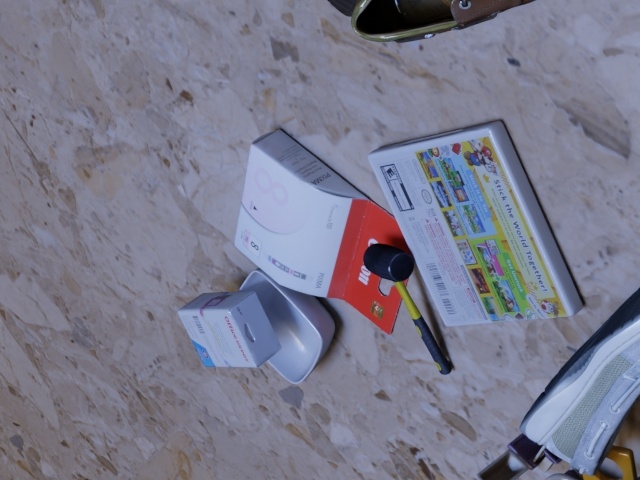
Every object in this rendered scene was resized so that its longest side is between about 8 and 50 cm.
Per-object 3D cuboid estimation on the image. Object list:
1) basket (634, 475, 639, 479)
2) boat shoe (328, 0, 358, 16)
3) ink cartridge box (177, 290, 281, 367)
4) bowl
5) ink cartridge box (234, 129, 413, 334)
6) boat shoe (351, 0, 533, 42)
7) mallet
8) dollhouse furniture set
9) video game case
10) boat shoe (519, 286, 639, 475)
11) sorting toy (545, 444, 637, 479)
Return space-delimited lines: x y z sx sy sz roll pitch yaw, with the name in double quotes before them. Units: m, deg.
"basket" 0.376 0.288 1.630 0.227 0.204 0.154 -52 53 31
"boat shoe" 0.042 -0.295 1.664 0.068 0.072 0.190 39 166 5
"ink cartridge box" -0.118 0.116 2.105 0.122 0.052 0.088 -3 117 53
"bowl" -0.042 0.103 2.096 0.142 0.053 0.142 46 143 13
"ink cartridge box" 0.000 0.000 1.963 0.232 0.066 0.189 42 143 25
"boat shoe" 0.147 -0.252 1.539 0.307 0.104 0.110 -25 98 55
"mallet" 0.105 0.081 1.911 0.062 0.039 0.189 28 150 51
"dollhouse furniture set" 0.245 0.254 1.832 0.091 0.114 0.081 45 139 18
"video game case" 0.168 -0.013 1.780 0.206 0.026 0.227 -9 110 52
"boat shoe" 0.321 0.128 1.627 0.103 0.118 0.320 40 132 4
"sorting toy" 0.349 0.353 1.841 0.196 0.047 0.347 19 133 26
